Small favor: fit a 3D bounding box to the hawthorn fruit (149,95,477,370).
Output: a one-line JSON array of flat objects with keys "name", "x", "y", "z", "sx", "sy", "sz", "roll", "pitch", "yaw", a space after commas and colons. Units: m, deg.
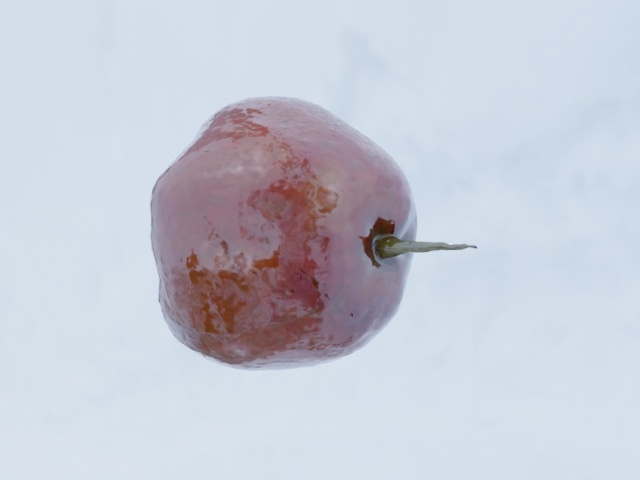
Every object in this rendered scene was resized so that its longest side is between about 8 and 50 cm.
[{"name": "hawthorn fruit", "x": -0.016, "y": -0.001, "z": 0.689, "sx": 0.140, "sy": 0.125, "sz": 0.125, "roll": -153, "pitch": 58, "yaw": -63}]
